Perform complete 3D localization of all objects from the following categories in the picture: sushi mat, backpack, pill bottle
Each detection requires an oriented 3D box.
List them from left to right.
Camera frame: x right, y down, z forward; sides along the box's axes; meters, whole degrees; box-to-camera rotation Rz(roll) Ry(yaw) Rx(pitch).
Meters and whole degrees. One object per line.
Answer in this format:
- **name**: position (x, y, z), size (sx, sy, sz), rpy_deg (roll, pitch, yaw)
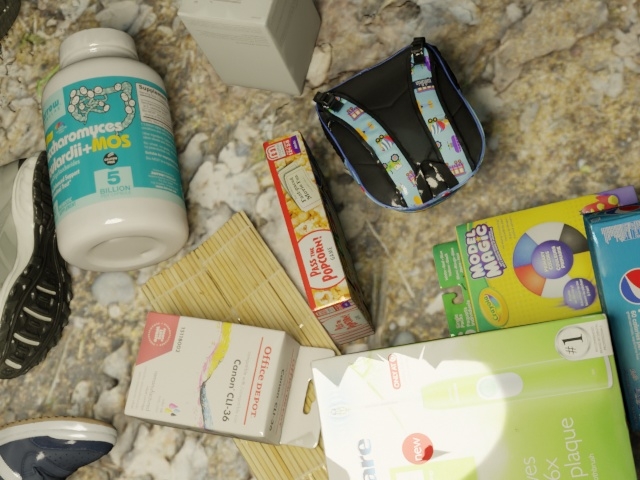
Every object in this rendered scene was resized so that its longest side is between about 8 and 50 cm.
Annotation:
- **pill bottle**: position (-0.239, -0.107, 1.313), size (0.146, 0.146, 0.264), rpy_deg (-15, 69, 7)
- **sushi mat**: position (-0.065, 0.128, 1.261), size (0.151, 0.019, 0.316), rpy_deg (-35, 67, 0)
- **backpack**: position (0.098, -0.107, 1.252), size (0.158, 0.117, 0.173), rpy_deg (-30, 67, 1)

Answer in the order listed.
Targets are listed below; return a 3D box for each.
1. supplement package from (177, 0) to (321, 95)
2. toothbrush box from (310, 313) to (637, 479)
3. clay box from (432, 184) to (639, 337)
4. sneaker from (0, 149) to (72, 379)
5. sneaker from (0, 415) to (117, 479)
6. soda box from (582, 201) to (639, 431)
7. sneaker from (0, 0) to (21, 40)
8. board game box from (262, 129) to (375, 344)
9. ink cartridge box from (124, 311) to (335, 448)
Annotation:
- **supplement package**: position (-0.076, -0.253, 1.307), size (0.105, 0.179, 0.105), rpy_deg (9, 74, 15)
- **toothbrush box**: position (0.152, 0.193, 1.115), size (0.283, 0.122, 0.206), rpy_deg (-10, 84, 11)
- **clay box**: position (0.234, 0.031, 1.208), size (0.222, 0.053, 0.127), rpy_deg (-13, 71, 8)
- **sneaker**: position (-0.352, 0.030, 1.329), size (0.108, 0.100, 0.271), rpy_deg (-8, 66, 25)
- **sneaker**: position (-0.342, 0.283, 1.227), size (0.282, 0.099, 0.153), rpy_deg (-14, 64, 15)
- **soda box**: position (0.311, 0.072, 1.120), size (0.067, 0.071, 0.210), rpy_deg (-12, 98, 8)
- **sneaker**: position (-0.585, -0.313, 1.476), size (0.411, 0.158, 0.182), rpy_deg (-9, 52, 5)
- **board game box**: position (0.000, 0.000, 1.222), size (0.045, 0.147, 0.193), rpy_deg (-19, 68, 5)
- **ink cartridge box**: position (-0.094, 0.148, 1.215), size (0.198, 0.067, 0.115), rpy_deg (6, 74, 16)
